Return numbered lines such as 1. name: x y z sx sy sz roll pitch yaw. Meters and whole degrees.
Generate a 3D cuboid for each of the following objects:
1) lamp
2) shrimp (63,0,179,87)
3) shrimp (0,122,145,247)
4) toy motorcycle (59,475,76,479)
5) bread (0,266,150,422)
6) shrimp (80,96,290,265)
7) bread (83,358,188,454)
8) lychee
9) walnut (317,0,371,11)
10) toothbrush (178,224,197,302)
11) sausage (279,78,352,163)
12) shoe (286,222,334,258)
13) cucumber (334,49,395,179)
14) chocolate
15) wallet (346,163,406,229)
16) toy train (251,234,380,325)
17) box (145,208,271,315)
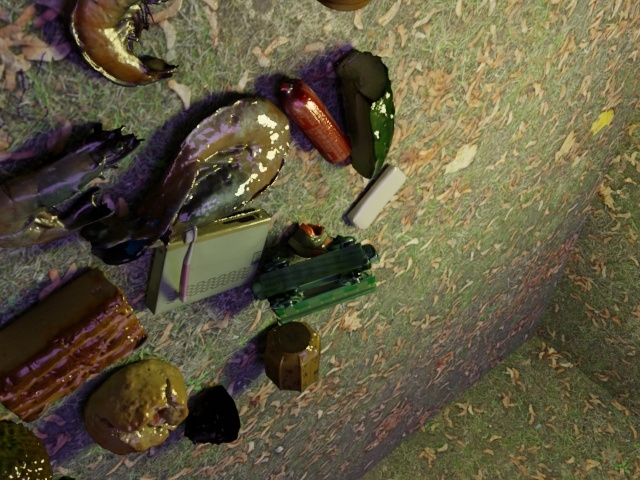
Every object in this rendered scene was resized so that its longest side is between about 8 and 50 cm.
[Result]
1. lamp: -0.075 0.311 1.927 0.161 0.161 0.185 -33 145 -25
2. shrimp: -0.231 -0.338 1.061 0.290 0.054 0.222 -35 147 -14
3. shrimp: -0.402 -0.068 1.145 0.289 0.075 0.178 -39 157 -18
4. toy motorcycle: -0.625 0.574 1.554 0.196 0.125 0.331 -47 146 0
5. bread: -0.471 0.197 1.318 0.275 0.114 0.184 -35 147 -18
6. shrimp: -0.225 -0.106 1.303 0.446 0.110 0.221 -39 143 -22
7. bread: -0.402 0.382 1.601 0.244 0.134 0.244 -34 145 -28
8. lychee: -0.608 0.435 1.266 0.270 0.319 0.270 -3 165 -1
9. walnut: 0.056 -0.477 1.174 0.207 0.167 0.167 -47 150 -6
10. toothbrush: -0.256 0.051 1.354 0.025 0.020 0.286 -26 159 -26
11. sausage: -0.014 -0.243 1.436 0.074 0.074 0.274 -48 150 0
12. shoe: 0.001 0.000 1.746 0.194 0.074 0.077 4 117 -52
13. cucumber: 0.113 -0.250 1.544 0.105 0.145 0.325 -32 151 -13
14. chocolate: -0.299 0.477 1.879 0.133 0.156 0.156 -22 151 9
15. wallet: 0.144 -0.109 1.840 0.190 0.033 0.095 -52 149 5
16. toy train: -0.006 0.088 1.669 0.301 0.120 0.202 -20 160 1
17. box: -0.236 0.044 1.511 0.270 0.045 0.210 -19 140 -41
